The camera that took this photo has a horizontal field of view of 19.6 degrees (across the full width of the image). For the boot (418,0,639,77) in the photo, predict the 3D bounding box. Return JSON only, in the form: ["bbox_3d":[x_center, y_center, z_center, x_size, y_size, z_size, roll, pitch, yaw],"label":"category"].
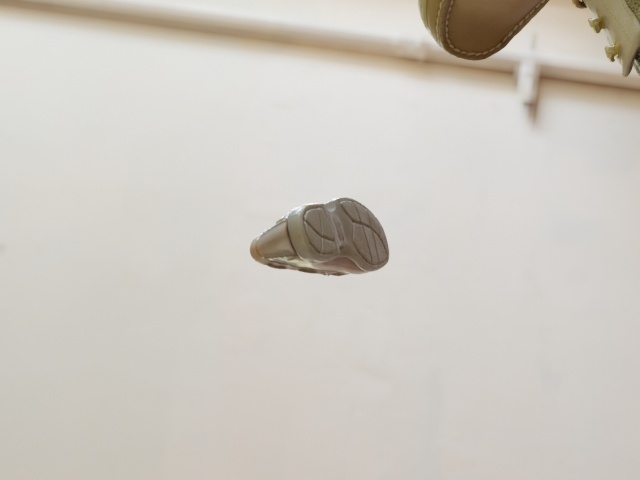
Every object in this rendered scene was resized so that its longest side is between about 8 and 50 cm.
[{"bbox_3d":[0.129,-0.123,0.885,0.213,0.077,0.165,-55,43,41],"label":"boot"}]

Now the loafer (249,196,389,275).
[{"bbox_3d":[0.000,0.000,1.071,0.125,0.039,0.045,6,-113,-66],"label":"loafer"}]
